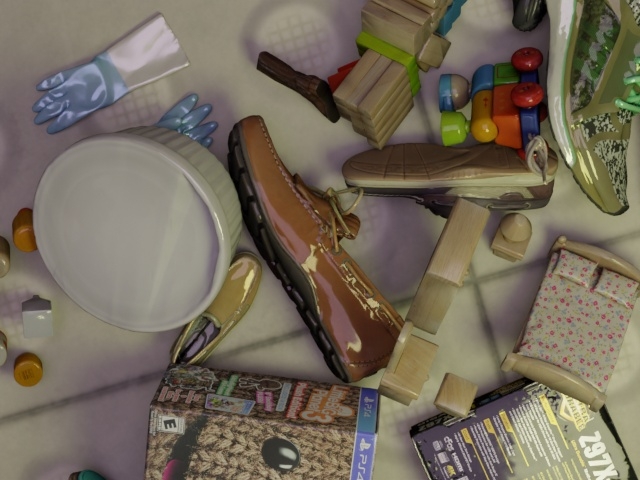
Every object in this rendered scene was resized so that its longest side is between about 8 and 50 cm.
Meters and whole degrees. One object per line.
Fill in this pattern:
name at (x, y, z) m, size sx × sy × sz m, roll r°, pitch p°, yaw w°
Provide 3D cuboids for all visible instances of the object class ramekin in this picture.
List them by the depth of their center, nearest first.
ramekin at (-0.226, -0.025, 1.830) m, size 0.273 × 0.127 × 0.272 m, roll 7°, pitch 113°, yaw 17°

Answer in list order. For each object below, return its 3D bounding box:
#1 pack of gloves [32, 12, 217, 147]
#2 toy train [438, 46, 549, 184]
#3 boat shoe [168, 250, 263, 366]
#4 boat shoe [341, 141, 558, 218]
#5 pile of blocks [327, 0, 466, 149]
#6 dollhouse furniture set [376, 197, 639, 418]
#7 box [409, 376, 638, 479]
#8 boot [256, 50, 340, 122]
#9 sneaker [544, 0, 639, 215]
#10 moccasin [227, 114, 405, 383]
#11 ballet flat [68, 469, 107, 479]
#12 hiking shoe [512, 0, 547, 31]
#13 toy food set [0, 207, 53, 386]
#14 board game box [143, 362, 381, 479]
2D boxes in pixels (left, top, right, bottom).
pack of gloves at (-0.271, -0.171, 1.907) m, size 0.232 × 0.046 × 0.195 m, roll -29°, pitch 91°, yaw 3°
toy train at (0.219, -0.146, 1.803) m, size 0.143 × 0.248 × 0.105 m, roll -4°, pitch 128°, yaw 12°
boat shoe at (-0.140, 0.100, 1.895) m, size 0.068 × 0.072 × 0.190 m, roll 31°, pitch 93°, yaw 1°
boat shoe at (0.172, -0.074, 1.867) m, size 0.285 × 0.103 × 0.092 m, roll -3°, pitch 123°, yaw 3°
pile of blocks at (0.111, -0.307, 1.849) m, size 0.113 × 0.149 × 0.362 m, roll 31°, pitch 98°, yaw 21°
dollhouse furniture set at (0.293, 0.111, 1.762) m, size 0.356 × 0.174 × 0.303 m, roll 23°, pitch 63°, yaw 5°
box at (0.298, 0.352, 1.883) m, size 0.257 × 0.079 × 0.322 m, roll -24°, pitch 90°, yaw 1°
boot at (-0.029, -0.209, 1.895) m, size 0.114 × 0.106 × 0.037 m, roll 26°, pitch 75°, yaw 29°
sneaker at (0.392, -0.237, 1.794) m, size 0.182 × 0.158 × 0.410 m, roll -3°, pitch 94°, yaw 28°
moccasin at (0.000, 0.000, 1.858) m, size 0.147 × 0.139 × 0.380 m, roll -31°, pitch 87°, yaw -11°
ballet flat at (-0.249, 0.451, 1.898) m, size 0.316 × 0.107 × 0.106 m, roll 45°, pitch 106°, yaw 1°
hiking shoe at (0.254, -0.390, 1.872) m, size 0.114 × 0.086 × 0.226 m, roll 1°, pitch 88°, yaw 18°
toy food set at (-0.425, 0.076, 1.912) m, size 0.111 × 0.104 × 0.232 m, roll -5°, pitch 110°, yaw -11°
board game box at (-0.078, 0.308, 1.836) m, size 0.291 × 0.141 × 0.232 m, roll 6°, pitch 108°, yaw 2°
